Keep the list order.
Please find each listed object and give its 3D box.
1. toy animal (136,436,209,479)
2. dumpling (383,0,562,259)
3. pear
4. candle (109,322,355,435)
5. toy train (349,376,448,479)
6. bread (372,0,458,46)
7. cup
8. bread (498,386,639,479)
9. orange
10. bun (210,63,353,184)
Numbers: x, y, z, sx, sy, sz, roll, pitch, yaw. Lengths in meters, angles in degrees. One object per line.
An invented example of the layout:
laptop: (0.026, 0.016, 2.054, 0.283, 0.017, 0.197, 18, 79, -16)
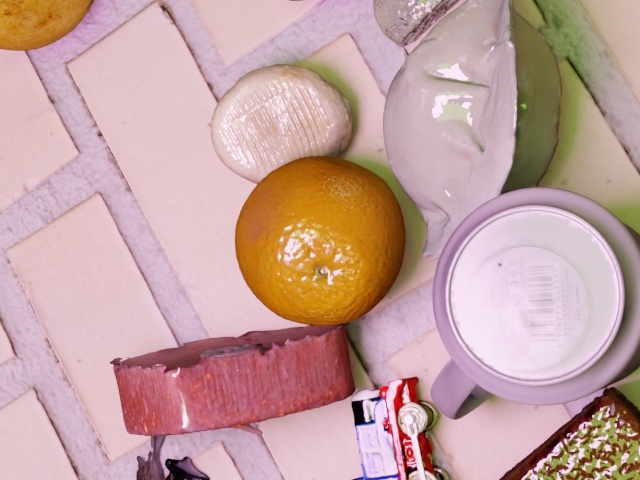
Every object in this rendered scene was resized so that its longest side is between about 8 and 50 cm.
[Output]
toy animal: (-0.229, 0.360, 1.892, 0.105, 0.070, 0.202, 24, 97, 30)
dumpling: (0.208, -0.165, 1.712, 0.270, 0.211, 0.321, -26, 79, 48)
pear: (-0.424, -0.363, 1.918, 0.209, 0.209, 0.209, -1, 86, 17)
candle: (-0.119, 0.191, 1.750, 0.317, 0.287, 0.131, -11, 88, 14)
toy train: (0.091, 0.284, 1.778, 0.131, 0.083, 0.204, -11, 83, 18)
bread: (0.151, -0.367, 1.808, 0.172, 0.064, 0.232, 9, 91, 20)
cup: (0.245, 0.094, 1.613, 0.323, 0.327, 0.237, -44, 75, 12)
bread: (0.260, 0.368, 1.705, 0.416, 0.113, 0.165, -42, 75, 12)
orange: (0.000, 0.000, 1.745, 0.236, 0.236, 0.236, -1, 86, 17)
bun: (-0.051, -0.155, 1.840, 0.188, 0.111, 0.164, -29, 96, 11)
